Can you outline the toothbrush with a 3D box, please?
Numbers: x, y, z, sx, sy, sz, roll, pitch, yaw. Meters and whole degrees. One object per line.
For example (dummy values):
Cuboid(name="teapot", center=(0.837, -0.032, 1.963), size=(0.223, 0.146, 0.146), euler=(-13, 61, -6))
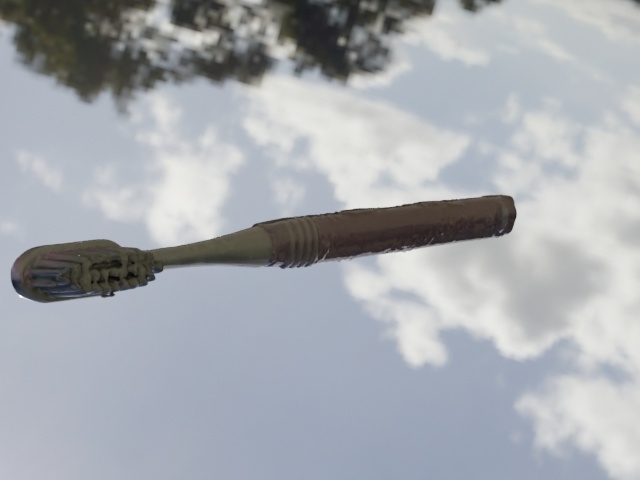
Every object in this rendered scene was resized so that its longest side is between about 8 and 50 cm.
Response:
Cuboid(name="toothbrush", center=(0.000, 0.000, 0.736), size=(0.029, 0.024, 0.354), euler=(3, -174, 35))
